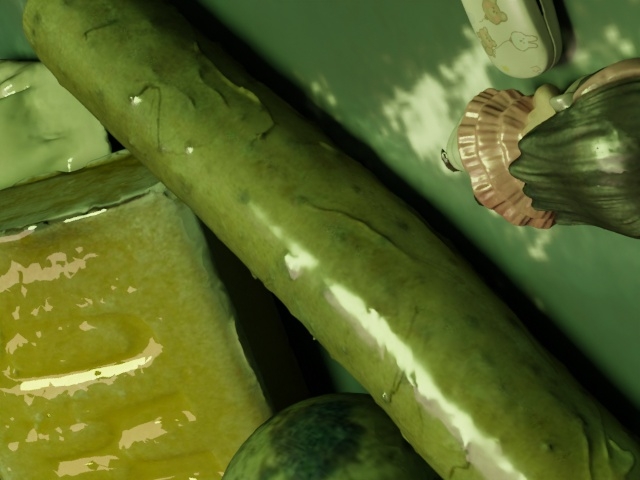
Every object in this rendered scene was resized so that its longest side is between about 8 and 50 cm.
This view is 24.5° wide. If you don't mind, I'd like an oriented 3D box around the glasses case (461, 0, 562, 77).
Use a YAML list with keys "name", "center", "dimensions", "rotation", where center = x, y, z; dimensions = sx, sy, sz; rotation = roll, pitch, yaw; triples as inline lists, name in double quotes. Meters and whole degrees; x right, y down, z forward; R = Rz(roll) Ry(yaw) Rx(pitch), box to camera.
- name: "glasses case"
  center: [0.062, -0.097, 0.523]
  dimensions: [0.032, 0.021, 0.083]
  rotation: [2, 120, 53]

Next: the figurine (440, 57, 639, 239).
- name: "figurine"
  center: [0.093, -0.025, 0.516]
  dimensions: [0.072, 0.054, 0.129]
  rotation: [49, 156, -18]

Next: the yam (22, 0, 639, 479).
- name: "yam"
  center: [0.000, 0.000, 0.656]
  dimensions: [0.371, 0.083, 0.083]
  rotation: [44, 149, 20]

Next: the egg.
- name: "egg"
  center: [0.020, 0.160, 0.718]
  dimensions: [0.141, 0.141, 0.182]
  rotation: [16, 127, 50]

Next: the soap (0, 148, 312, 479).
- name: "soap"
  center: [-0.097, 0.094, 0.809]
  dimensions: [0.173, 0.089, 0.274]
  rotation: [-15, 113, 16]

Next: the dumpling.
- name: "dumpling"
  center: [-0.189, -0.046, 0.878]
  dimensions: [0.188, 0.108, 0.127]
  rotation: [-6, 94, 47]
